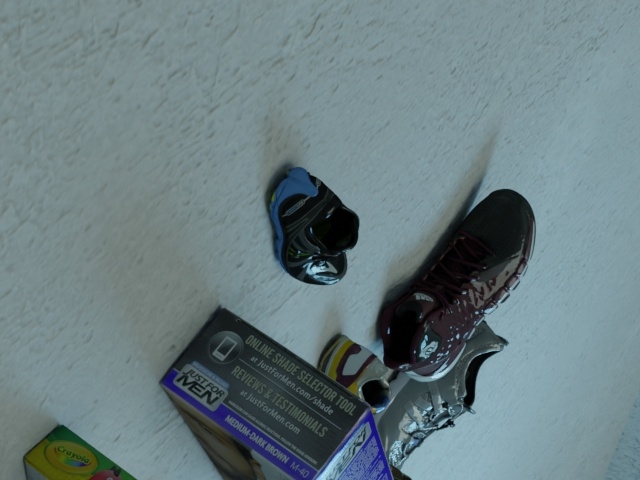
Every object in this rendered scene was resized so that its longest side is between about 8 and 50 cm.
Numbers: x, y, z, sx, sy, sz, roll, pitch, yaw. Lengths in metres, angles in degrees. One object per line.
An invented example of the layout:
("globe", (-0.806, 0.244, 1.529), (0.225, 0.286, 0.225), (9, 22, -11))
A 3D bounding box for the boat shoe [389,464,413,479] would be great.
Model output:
("boat shoe", (0.049, 0.320, 1.853), (0.095, 0.095, 0.257), (-36, 136, 17))

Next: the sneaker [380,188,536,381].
("sneaker", (0.167, 0.058, 1.780), (0.281, 0.106, 0.162), (-62, 155, 8))

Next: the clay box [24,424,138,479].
("clay box", (-0.153, 0.265, 1.198), (0.053, 0.222, 0.127), (-43, 153, -35))

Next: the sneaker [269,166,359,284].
("sneaker", (0.000, 0.000, 1.381), (0.067, 0.078, 0.188), (-51, 157, -18))

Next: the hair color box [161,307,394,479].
("hair color box", (-0.029, 0.219, 1.453), (0.110, 0.185, 0.339), (-50, 156, -18))

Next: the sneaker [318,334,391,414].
("sneaker", (0.041, 0.197, 1.707), (0.069, 0.084, 0.185), (-46, 154, -30))

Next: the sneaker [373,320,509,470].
("sneaker", (0.154, 0.223, 1.933), (0.281, 0.115, 0.105), (-62, 158, 8))
